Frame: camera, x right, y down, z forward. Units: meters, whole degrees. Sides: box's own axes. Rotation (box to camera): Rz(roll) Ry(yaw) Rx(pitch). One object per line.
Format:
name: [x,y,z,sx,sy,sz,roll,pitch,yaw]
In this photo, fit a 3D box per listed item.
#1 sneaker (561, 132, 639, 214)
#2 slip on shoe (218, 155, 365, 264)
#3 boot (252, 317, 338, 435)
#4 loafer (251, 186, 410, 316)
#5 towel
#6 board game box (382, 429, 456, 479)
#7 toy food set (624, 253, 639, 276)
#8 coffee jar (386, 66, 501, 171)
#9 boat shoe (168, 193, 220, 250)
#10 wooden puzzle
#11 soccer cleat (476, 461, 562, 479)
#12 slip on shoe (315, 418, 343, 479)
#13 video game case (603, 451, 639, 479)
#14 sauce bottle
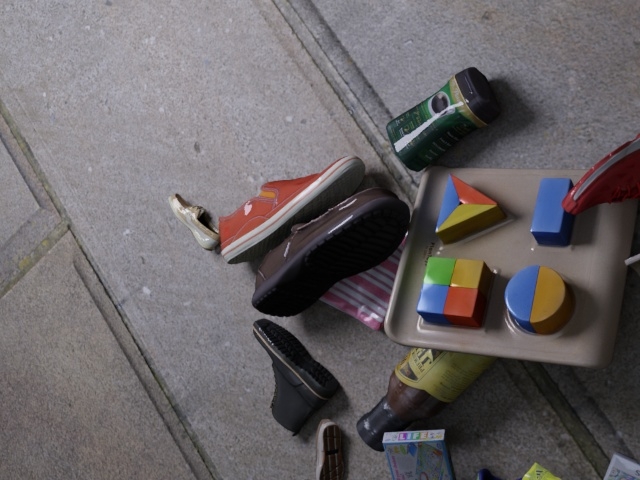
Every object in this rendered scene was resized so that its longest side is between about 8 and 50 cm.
sneaker: [0.469,-0.079,1.407,0.221,0.087,0.128,-37,79,-9]
slip on shoe: [-0.062,-0.069,1.723,0.331,0.123,0.101,-31,74,31]
boot: [-0.078,0.253,1.772,0.198,0.077,0.137,45,117,20]
loafer: [0.000,0.000,1.640,0.366,0.134,0.130,-34,48,37]
towel: [0.081,0.043,1.696,0.144,0.029,0.197,27,105,24]
board game box: [0.171,0.386,1.616,0.104,0.026,0.154,-6,118,16]
toy food set: [0.604,0.116,1.363,0.220,0.092,0.306,-29,89,27]
coffee jar: [0.203,-0.199,1.584,0.184,0.079,0.096,-34,53,26]
boat shoe: [-0.238,-0.043,1.856,0.045,0.050,0.135,-43,83,20]
wooden puzzle: [0.288,0.020,1.480,0.348,0.080,0.322,6,66,26]
soccer cleat: [0.368,0.413,1.513,0.289,0.093,0.121,-6,82,36]
slip on shoe: [0.011,0.390,1.748,0.041,0.051,0.135,-157,62,-66]
video game case: [0.499,0.430,1.496,0.143,0.019,0.157,23,103,26]
sauce bottle: [0.191,0.220,1.599,0.111,0.111,0.344,47,111,18]
